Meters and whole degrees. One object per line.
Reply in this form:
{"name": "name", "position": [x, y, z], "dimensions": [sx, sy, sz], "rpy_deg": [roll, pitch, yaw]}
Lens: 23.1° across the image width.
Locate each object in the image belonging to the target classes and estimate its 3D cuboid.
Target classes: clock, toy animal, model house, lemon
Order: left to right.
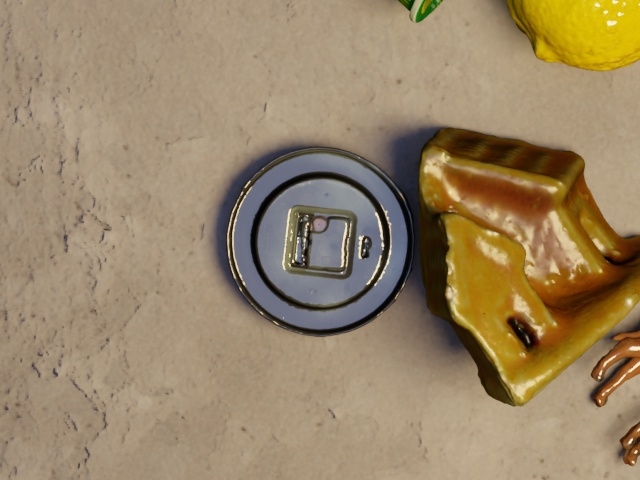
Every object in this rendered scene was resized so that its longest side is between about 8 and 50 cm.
{"name": "clock", "position": [0.000, 0.000, 1.521], "dimensions": [0.184, 0.040, 0.185], "rpy_deg": [0, 94, 0]}
{"name": "model house", "position": [0.176, -0.001, 1.442], "dimensions": [0.173, 0.268, 0.239], "rpy_deg": [-34, 93, 22]}
{"name": "lemon", "position": [0.267, -0.249, 1.442], "dimensions": [0.180, 0.180, 0.193], "rpy_deg": [18, 105, -2]}
{"name": "toy animal", "position": [0.398, 0.159, 1.529], "dimensions": [0.229, 0.066, 0.224], "rpy_deg": [-27, 94, -4]}

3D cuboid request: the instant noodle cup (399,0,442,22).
{"name": "instant noodle cup", "position": [0.060, -0.350, 1.428], "dimensions": [0.232, 0.207, 0.207], "rpy_deg": [40, 93, 4]}
